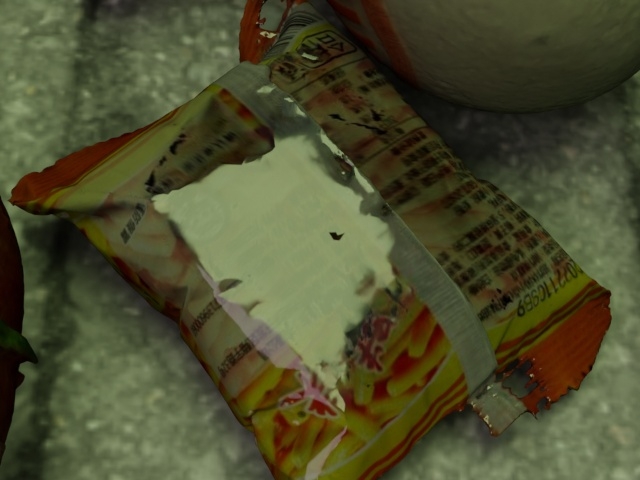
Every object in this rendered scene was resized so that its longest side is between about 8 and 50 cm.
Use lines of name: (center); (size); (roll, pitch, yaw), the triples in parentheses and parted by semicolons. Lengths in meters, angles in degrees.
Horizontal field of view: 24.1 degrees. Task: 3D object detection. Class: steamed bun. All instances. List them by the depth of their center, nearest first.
steamed bun: (0.070, -0.192, 0.816); (0.177, 0.283, 0.283); (-28, 64, 5)

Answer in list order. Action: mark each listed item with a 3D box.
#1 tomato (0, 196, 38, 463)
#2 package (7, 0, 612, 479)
tomato: (-0.279, 0.038, 0.618); (0.303, 0.239, 0.303); (32, 46, -40)
package: (-0.004, 0.005, 0.776); (0.223, 0.108, 0.288); (-39, 74, -24)
